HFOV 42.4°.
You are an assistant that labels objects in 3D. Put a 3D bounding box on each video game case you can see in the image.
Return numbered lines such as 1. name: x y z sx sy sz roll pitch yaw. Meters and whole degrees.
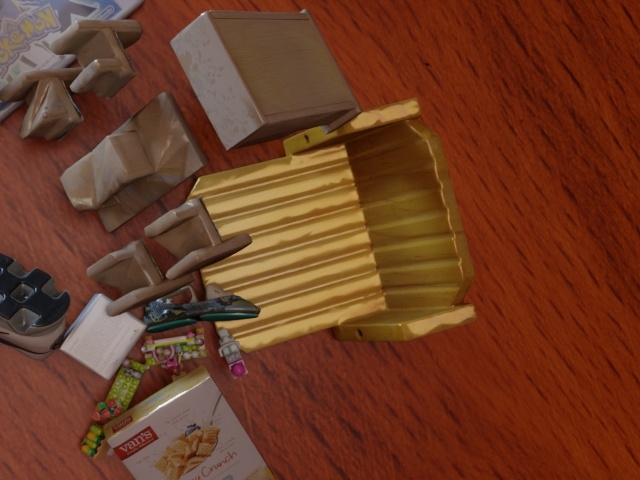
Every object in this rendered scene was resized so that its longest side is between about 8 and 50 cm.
1. video game case: -0.486 -0.378 1.242 0.329 0.036 0.300 -45 101 -15

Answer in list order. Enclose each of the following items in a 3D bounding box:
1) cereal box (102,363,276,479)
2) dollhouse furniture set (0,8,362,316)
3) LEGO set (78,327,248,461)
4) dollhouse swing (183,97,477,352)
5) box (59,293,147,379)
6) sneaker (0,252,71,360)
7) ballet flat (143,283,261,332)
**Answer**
1. cereal box: -0.192 0.323 1.242 0.173 0.047 0.240 -32 121 -9
2. dollhouse furniture set: -0.183 -0.152 1.179 0.256 0.394 0.362 -23 85 -57
3. LEGO set: -0.255 0.211 1.236 0.287 0.107 0.132 -31 86 -10
4. dollhouse swing: 0.000 0.000 1.268 0.305 0.315 0.347 -15 92 -29
5. box: -0.326 0.141 1.232 0.087 0.101 0.102 38 77 -13
6. sneaker: -0.508 0.065 1.171 0.330 0.146 0.122 34 48 9
7. ballet flat: -0.186 0.099 1.274 0.188 0.070 0.070 -8 90 7
